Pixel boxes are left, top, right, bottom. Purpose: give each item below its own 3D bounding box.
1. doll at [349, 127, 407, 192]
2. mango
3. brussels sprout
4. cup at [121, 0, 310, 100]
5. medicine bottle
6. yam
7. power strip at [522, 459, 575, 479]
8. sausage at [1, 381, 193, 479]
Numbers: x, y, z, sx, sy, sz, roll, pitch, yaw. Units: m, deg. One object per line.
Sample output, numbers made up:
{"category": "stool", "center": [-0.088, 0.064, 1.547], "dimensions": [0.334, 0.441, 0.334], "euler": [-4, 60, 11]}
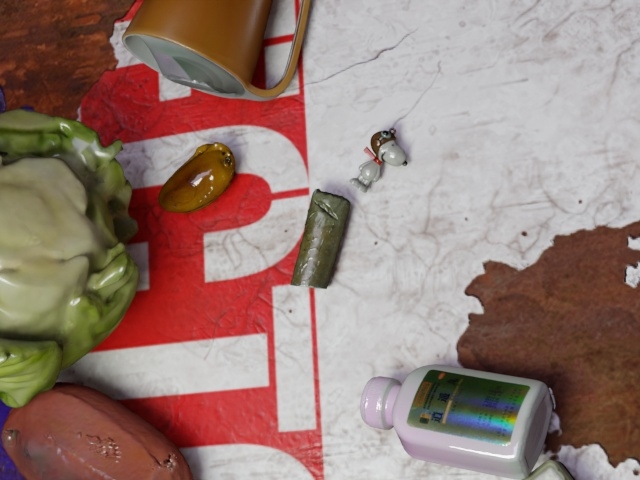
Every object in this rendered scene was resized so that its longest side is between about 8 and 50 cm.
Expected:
{"category": "doll", "center": [0.071, -0.104, 1.610], "dimensions": [0.085, 0.040, 0.058], "euler": [-34, 80, 11]}
{"category": "mango", "center": [-0.165, -0.078, 1.680], "dimensions": [0.127, 0.063, 0.077], "euler": [-37, 33, 14]}
{"category": "brussels sprout", "center": [-0.434, 0.049, 1.593], "dimensions": [0.342, 0.425, 0.361], "euler": [44, 136, 5]}
{"category": "cup", "center": [-0.120, -0.315, 1.672], "dimensions": [0.226, 0.182, 0.264], "euler": [24, 80, -9]}
{"category": "medicine bottle", "center": [0.156, 0.207, 1.475], "dimensions": [0.219, 0.078, 0.115], "euler": [7, 53, 29]}
{"category": "yam", "center": [0.000, 0.000, 1.606], "dimensions": [0.054, 0.054, 0.132], "euler": [13, 84, 23]}
{"category": "power strip", "center": [0.302, 0.377, 1.403], "dimensions": [0.105, 0.070, 0.257], "euler": [-40, 69, 9]}
{"category": "sausage", "center": [-0.287, 0.281, 1.607], "dimensions": [0.279, 0.152, 0.152], "euler": [27, 90, 25]}
